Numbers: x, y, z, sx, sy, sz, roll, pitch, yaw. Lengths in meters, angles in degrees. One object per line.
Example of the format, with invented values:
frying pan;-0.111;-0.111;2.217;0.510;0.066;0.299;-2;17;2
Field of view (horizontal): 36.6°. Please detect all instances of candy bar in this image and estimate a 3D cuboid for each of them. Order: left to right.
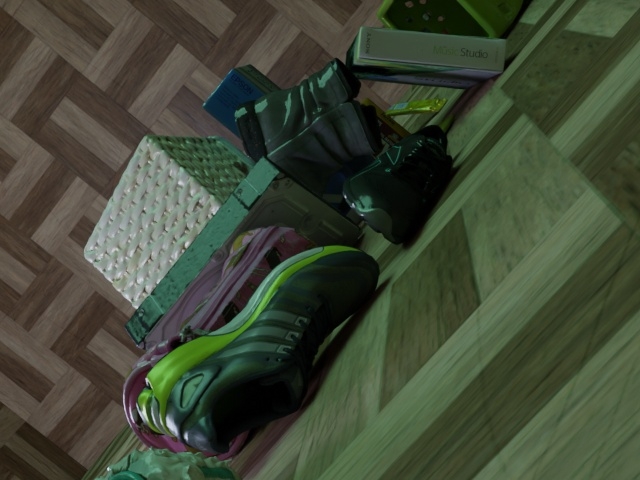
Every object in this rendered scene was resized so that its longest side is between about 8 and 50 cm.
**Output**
candy bar;0.193;-0.273;1.993;0.161;0.018;0.040;2;47;52

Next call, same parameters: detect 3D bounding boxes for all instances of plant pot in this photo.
plant pot;0.286;-0.485;1.958;0.207;0.227;0.228;-45;1;-28

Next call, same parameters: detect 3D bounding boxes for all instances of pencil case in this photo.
pencil case;-0.108;0.120;1.256;0.167;0.160;0.386;-45;5;29

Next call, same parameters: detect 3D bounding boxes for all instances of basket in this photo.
basket;-0.250;-0.010;2.003;0.331;0.328;0.266;-57;-24;18

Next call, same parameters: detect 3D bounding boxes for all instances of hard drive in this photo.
hard drive;-0.111;0.059;1.505;0.339;0.237;0.064;-50;49;4

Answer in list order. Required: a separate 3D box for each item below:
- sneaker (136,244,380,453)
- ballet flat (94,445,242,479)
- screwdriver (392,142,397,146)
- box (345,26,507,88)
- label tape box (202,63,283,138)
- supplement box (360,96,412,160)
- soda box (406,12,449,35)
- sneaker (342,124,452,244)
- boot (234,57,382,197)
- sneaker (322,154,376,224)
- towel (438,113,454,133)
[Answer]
sneaker;-0.040;0.119;1.016;0.300;0.111;0.121;-40;40;-20
ballet flat;-0.200;0.325;0.878;0.409;0.147;0.147;-45;6;28
screwdriver;0.114;-0.132;1.988;0.170;0.025;0.024;-51;4;-9
box;0.166;-0.305;1.643;0.322;0.232;0.059;-123;38;-87
label tape box;-0.101;-0.272;2.140;0.115;0.249;0.348;-50;4;15
supplement box;0.068;-0.174;2.114;0.191;0.129;0.194;-52;4;-21
soda box;0.260;-0.443;2.145;0.060;0.169;0.053;-49;5;21
sneaker;0.101;-0.081;1.197;0.106;0.101;0.267;-46;6;22
boot;0.005;-0.119;1.622;0.222;0.338;0.118;-20;0;18
sneaker;-0.050;-0.077;1.782;0.323;0.236;0.130;-50;4;-3
towel;0.151;-0.118;1.544;0.102;0.021;0.237;-40;9;40
